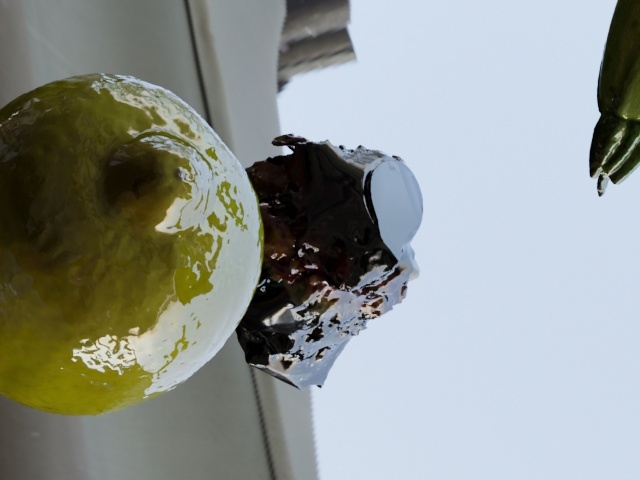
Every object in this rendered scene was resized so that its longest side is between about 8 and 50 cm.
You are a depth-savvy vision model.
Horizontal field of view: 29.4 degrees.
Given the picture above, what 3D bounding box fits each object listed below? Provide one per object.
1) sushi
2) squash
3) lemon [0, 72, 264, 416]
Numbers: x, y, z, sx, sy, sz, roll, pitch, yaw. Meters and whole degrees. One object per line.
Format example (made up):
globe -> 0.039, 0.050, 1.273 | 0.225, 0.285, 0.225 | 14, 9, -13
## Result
sushi -> 0.000, 0.000, 0.898 | 0.150, 0.172, 0.153 | -25, -131, 36
squash -> 0.246, -0.184, 0.769 | 0.094, 0.094, 0.341 | 29, -69, 17
lemon -> -0.133, 0.008, 0.698 | 0.248, 0.184, 0.184 | -36, -115, 44
